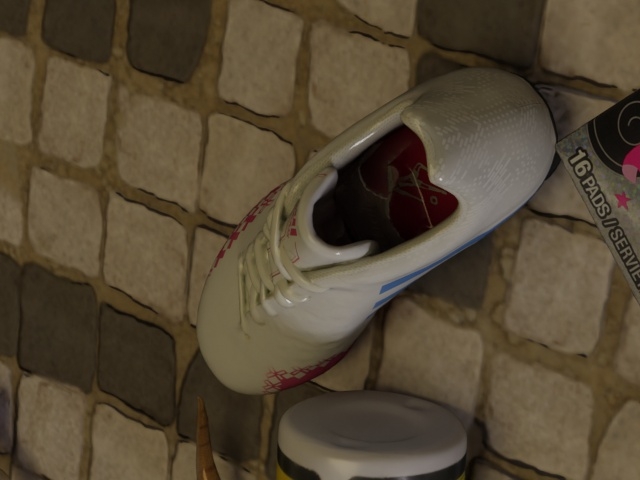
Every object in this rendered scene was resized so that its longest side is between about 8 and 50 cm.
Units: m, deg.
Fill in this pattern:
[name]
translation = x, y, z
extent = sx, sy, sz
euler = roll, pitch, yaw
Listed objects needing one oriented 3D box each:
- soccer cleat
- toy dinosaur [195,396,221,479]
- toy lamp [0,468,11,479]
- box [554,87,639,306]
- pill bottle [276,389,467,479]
[soccer cleat]
translation = 0.000, 0.000, 1.204
extent = 0.331, 0.143, 0.116
euler = -41, 75, 39
[toy dinosaur]
translation = -0.055, 0.218, 1.371
extent = 0.112, 0.064, 0.211
euler = -36, 87, 21
[toy lamp]
translation = -0.211, 0.244, 1.486
extent = 0.080, 0.080, 0.275
euler = -44, 70, 37
[box]
translation = 0.260, 0.015, 0.977
extent = 0.142, 0.163, 0.247
euler = -35, 78, 41
[pill bottle]
translation = 0.028, 0.210, 1.249
extent = 0.119, 0.119, 0.208
euler = 15, 110, 36
